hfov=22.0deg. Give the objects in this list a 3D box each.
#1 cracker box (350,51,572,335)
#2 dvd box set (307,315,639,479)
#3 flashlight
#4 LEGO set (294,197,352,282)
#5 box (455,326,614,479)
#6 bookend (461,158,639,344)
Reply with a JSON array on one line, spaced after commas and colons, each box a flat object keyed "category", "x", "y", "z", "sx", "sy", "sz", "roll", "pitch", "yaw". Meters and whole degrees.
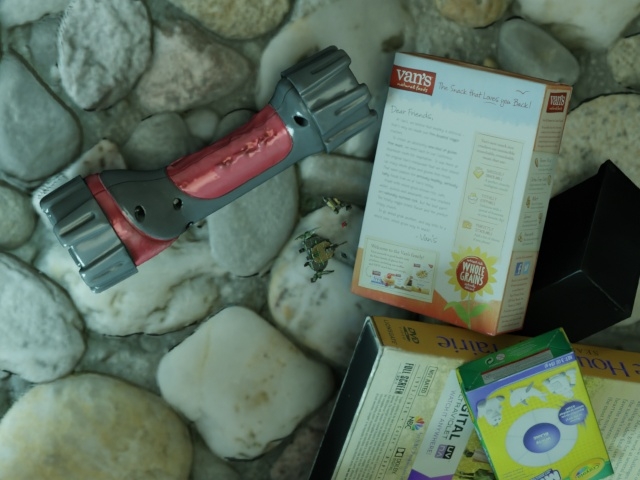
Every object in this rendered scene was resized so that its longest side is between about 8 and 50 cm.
[{"category": "cracker box", "x": 0.127, "y": -0.045, "z": 1.511, "sx": 0.067, "sy": 0.155, "sz": 0.232, "roll": -6, "pitch": 110, "yaw": -58}, {"category": "dvd box set", "x": 0.202, "y": 0.232, "z": 1.589, "sx": 0.420, "sy": 0.062, "sz": 0.308, "roll": 8, "pitch": 122, "yaw": -16}, {"category": "flashlight", "x": -0.098, "y": -0.071, "z": 1.473, "sx": 0.304, "sy": 0.103, "sz": 0.103, "roll": -32, "pitch": 105, "yaw": -5}, {"category": "LEGO set", "x": 0.002, "y": 0.000, "z": 1.560, "sx": 0.054, "sy": 0.023, "sz": 0.083, "roll": 39, "pitch": 77, "yaw": -21}, {"category": "box", "x": 0.197, "y": 0.172, "z": 1.485, "sx": 0.105, "sy": 0.043, "sz": 0.179, "roll": -22, "pitch": 125, "yaw": 3}, {"category": "bookend", "x": 0.229, "y": 0.026, "z": 1.587, "sx": 0.072, "sy": 0.156, "sz": 0.157, "roll": 42, "pitch": 133, "yaw": -19}]
